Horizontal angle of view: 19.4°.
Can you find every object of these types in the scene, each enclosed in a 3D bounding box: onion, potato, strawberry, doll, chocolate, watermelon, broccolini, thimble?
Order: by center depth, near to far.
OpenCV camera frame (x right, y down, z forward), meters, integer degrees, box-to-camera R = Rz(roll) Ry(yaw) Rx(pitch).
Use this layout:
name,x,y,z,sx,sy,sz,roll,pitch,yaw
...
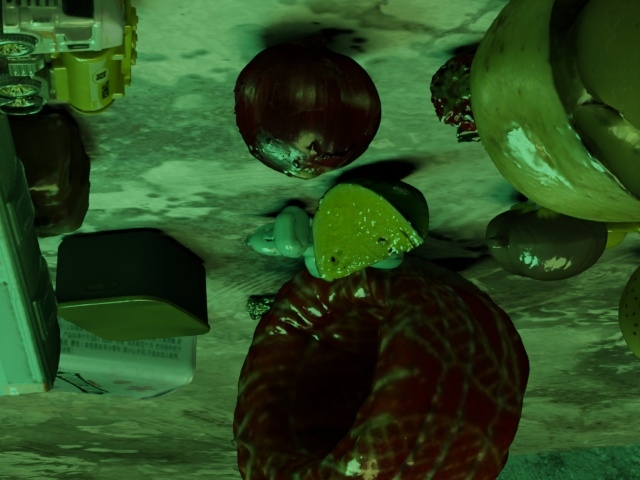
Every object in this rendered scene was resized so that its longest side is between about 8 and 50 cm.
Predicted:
name,x,y,z,sx,sy,sz,roll,pitch,yaw
potato,0.231,-0.110,1.442,0.285,0.243,0.242,-13,175,-36
onion,-0.012,-0.113,1.586,0.131,0.131,0.131,-1,165,0
strawberry,0.140,-0.129,1.628,0.073,0.073,0.083,-16,172,44
chocolate,-0.303,-0.056,1.823,0.148,0.093,0.214,1,165,0
watermelon,0.040,-0.026,1.964,0.075,0.092,0.181,23,157,-27
doll,0.261,-0.013,2.034,0.145,0.096,0.188,6,-163,38
doll,0.000,0.000,2.106,0.159,0.059,0.158,-5,166,20
thimble,0.067,0.186,2.265,0.230,0.350,0.350,21,155,-37
broccolini,-0.036,0.077,2.462,0.140,0.030,0.035,-13,125,25

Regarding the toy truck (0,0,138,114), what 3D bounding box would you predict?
name,x,y,z,sx,sy,sz,roll,pitch,yaw
toy truck,-0.195,-0.166,1.422,0.114,0.098,0.227,-3,167,-6

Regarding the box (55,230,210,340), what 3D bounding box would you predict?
name,x,y,z,sx,sy,sz,roll,pitch,yaw
box,-0.223,0.055,2.238,0.144,0.090,0.201,-5,164,17

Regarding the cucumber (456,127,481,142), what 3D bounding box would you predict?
name,x,y,z,sx,sy,sz,roll,pitch,yaw
cucumber,0.215,-0.117,1.688,0.187,0.058,0.058,-2,165,6

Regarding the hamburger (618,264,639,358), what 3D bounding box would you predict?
name,x,y,z,sx,sy,sz,roll,pitch,yaw
hamburger,0.439,0.088,2.257,0.175,0.175,0.137,-12,154,35

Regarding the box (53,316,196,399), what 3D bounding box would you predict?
name,x,y,z,sx,sy,sz,roll,pitch,yaw
box,-0.369,0.140,2.508,0.369,0.112,0.190,8,161,-31

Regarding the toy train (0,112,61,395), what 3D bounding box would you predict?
name,x,y,z,sx,sy,sz,roll,pitch,yaw
toy train,-0.299,-0.016,1.683,0.089,0.086,0.409,-1,138,2

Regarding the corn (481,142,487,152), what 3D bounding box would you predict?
name,x,y,z,sx,sy,sz,roll,pitch,yaw
corn,0.181,-0.103,1.781,0.037,0.037,0.092,4,168,-17
